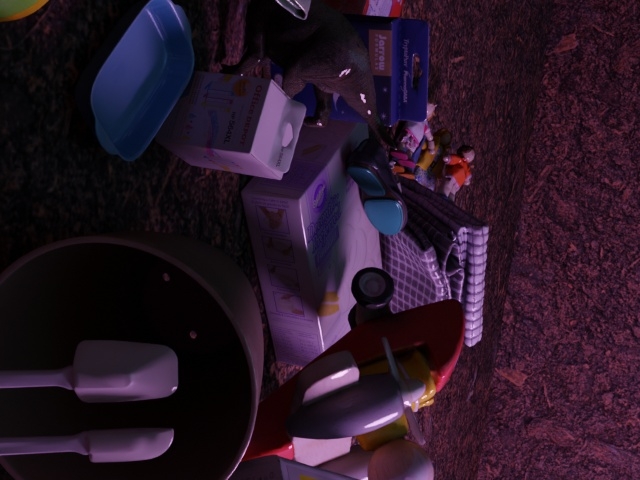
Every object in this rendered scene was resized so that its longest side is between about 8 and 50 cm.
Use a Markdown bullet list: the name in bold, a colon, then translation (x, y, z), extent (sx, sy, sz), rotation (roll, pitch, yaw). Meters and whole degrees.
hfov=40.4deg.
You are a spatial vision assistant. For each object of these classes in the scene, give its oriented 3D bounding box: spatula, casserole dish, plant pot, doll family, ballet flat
- **spatula**: translation (-0.238, 0.163, 0.713), extent (0.019, 0.242, 0.168), rotation (-104, -165, -72)
- **casserole dish**: translation (-0.192, -0.169, 0.894), extent (0.188, 0.037, 0.114), rotation (-64, 152, -29)
- **plant pot**: translation (-0.159, 0.095, 0.859), extent (0.274, 0.257, 0.256), rotation (-53, 149, -76)
- **doll family**: translation (0.203, -0.188, 1.718), extent (0.263, 0.118, 0.163), rotation (40, 68, -43)
- **ballet flat**: translation (0.092, -0.083, 1.297), extent (0.074, 0.074, 0.203), rotation (-69, 152, -23)

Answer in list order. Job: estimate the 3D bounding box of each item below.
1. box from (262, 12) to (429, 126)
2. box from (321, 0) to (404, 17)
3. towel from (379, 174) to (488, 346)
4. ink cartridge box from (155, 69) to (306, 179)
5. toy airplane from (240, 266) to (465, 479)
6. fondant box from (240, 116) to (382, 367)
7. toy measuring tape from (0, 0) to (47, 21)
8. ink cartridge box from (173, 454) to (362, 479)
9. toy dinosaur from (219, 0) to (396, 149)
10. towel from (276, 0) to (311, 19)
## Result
- **box**: translation (0.028, -0.225, 1.129), extent (0.036, 0.225, 0.136), rotation (-43, 137, -55)
- **box**: translation (0.050, -0.379, 1.242), extent (0.128, 0.123, 0.256), rotation (46, 58, -62)
- **towel**: translation (0.159, 0.041, 1.496), extent (0.121, 0.284, 0.234), rotation (-14, 120, -23)
- **ink cartridge box**: translation (-0.096, -0.132, 0.990), extent (0.090, 0.143, 0.092), rotation (35, 67, -64)
- **toy airplane**: translation (0.024, 0.251, 1.148), extent (0.384, 0.272, 0.386), rotation (-53, 158, 24)
- **fondant box**: translation (0.000, 0.000, 1.323), extent (0.238, 0.096, 0.330), rotation (-55, 146, -44)
- **toy measuring tape**: translation (-0.260, -0.167, 0.644), extent (0.121, 0.122, 0.329), rotation (32, 70, -65)
- **ink cartridge box**: translation (-0.100, 0.312, 0.935), extent (0.307, 0.304, 0.072), rotation (40, 34, -54)
- **toy dinosaur**: translation (-0.018, -0.232, 1.050), extent (0.121, 0.313, 0.160), rotation (-25, 161, -50)
- **towel**: translation (-0.059, -0.440, 0.924), extent (0.248, 0.038, 0.324), rotation (30, 65, -45)
